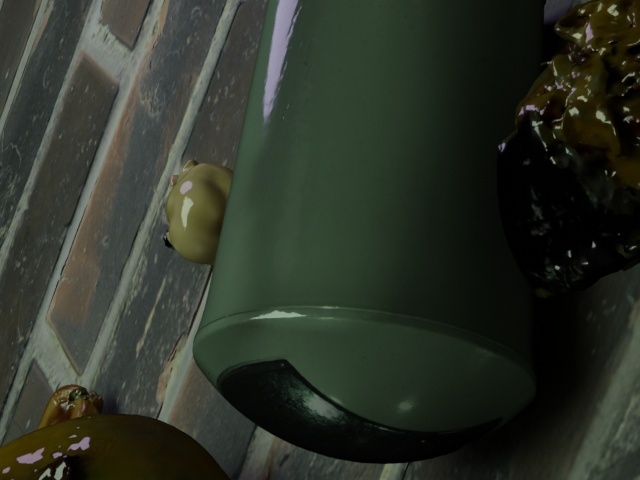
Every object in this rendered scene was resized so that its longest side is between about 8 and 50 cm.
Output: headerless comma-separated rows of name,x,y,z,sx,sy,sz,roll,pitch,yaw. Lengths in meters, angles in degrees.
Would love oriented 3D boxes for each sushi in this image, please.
sushi,0.226,-0.082,1.252,0.200,0.213,0.204,-21,88,55

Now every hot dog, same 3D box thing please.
hot dog,-0.336,0.295,2.243,0.100,0.068,0.250,51,124,45

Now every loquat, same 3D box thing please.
loquat,-0.212,0.349,1.759,0.328,0.359,0.328,-11,46,12

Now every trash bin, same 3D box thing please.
trash bin,0.053,-0.029,1.474,0.280,0.280,0.432,-26,51,55

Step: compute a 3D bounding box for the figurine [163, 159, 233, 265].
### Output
figurine,-0.140,-0.028,2.014,0.196,0.108,0.114,1,73,68
